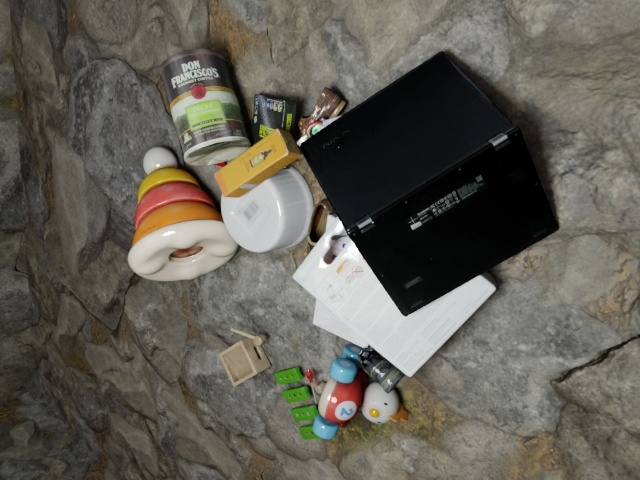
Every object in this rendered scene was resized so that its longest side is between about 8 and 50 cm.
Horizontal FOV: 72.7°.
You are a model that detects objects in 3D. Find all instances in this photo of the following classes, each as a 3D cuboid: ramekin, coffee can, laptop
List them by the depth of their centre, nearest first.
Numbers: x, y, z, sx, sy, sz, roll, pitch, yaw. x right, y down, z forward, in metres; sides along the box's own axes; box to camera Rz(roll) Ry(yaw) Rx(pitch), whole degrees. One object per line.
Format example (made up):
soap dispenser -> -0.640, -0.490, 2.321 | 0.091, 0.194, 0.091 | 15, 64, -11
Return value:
laptop -> 0.228, -0.121, 0.961 | 0.382, 0.236, 0.407 | -32, 115, 9
coffee can -> -0.338, -0.385, 1.287 | 0.202, 0.202, 0.275 | -19, 87, 38
ramekin -> -0.169, -0.096, 1.305 | 0.278, 0.135, 0.276 | 11, 110, 33

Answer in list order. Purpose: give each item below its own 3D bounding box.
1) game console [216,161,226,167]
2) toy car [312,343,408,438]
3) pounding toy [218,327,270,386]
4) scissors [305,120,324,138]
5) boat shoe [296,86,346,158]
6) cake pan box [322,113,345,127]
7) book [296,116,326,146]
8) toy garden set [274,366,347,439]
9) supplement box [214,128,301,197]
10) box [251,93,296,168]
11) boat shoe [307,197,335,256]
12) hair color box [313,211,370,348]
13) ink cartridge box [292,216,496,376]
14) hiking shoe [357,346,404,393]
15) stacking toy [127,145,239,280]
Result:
game console -> -0.361, -0.327, 1.453 | 0.144, 0.085, 0.124 | 20, 145, 30
toy car -> 0.132, 0.453, 1.221 | 0.238, 0.210, 0.219 | 19, 103, 17
pounding toy -> -0.250, 0.381, 1.534 | 0.206, 0.094, 0.180 | -35, 77, 27
scissors -> 0.100, -0.292, 1.090 | 0.298, 0.021, 0.108 | -21, 111, 14
boat shoe -> -0.021, -0.314, 1.168 | 0.073, 0.073, 0.207 | 33, 118, -15
cake pan box -> 0.155, -0.189, 1.041 | 0.246, 0.070, 0.266 | -11, 98, 18
book -> 0.021, -0.239, 1.150 | 0.096, 0.035, 0.144 | -38, 109, 24
toy garden set -> -0.025, 0.526, 1.438 | 0.204, 0.049, 0.244 | -27, 86, 39
supplement box -> -0.168, -0.199, 1.156 | 0.234, 0.080, 0.077 | -28, 79, 28
box -> -0.139, -0.312, 1.240 | 0.191, 0.045, 0.184 | 35, 121, 50
boat shoe -> -0.007, -0.003, 1.240 | 0.095, 0.095, 0.257 | 23, 115, 29
hair color box -> 0.099, 0.101, 1.188 | 0.185, 0.110, 0.338 | 20, 116, 28
ink cartridge box -> 0.169, 0.095, 1.062 | 0.385, 0.091, 0.308 | 39, 110, 7
hiking shoe -> 0.157, 0.317, 1.150 | 0.114, 0.227, 0.086 | 43, 89, 6
stacking toy -> -0.497, -0.132, 1.479 | 0.351, 0.351, 0.479 | -39, 61, 36
